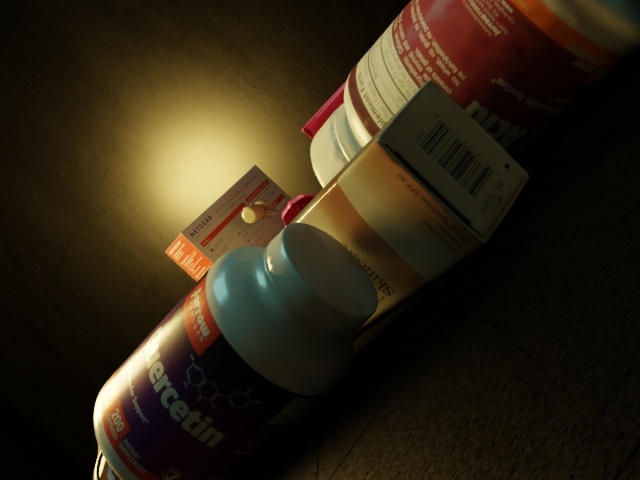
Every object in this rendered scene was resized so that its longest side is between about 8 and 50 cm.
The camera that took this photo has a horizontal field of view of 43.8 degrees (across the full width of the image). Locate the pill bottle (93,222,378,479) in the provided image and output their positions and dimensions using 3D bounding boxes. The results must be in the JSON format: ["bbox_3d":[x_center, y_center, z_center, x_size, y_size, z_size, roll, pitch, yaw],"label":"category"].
[{"bbox_3d":[-0.091,0.132,0.858,0.323,0.181,0.181,-46,3,25],"label":"pill bottle"}]

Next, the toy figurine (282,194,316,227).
[{"bbox_3d":[0.002,-0.027,1.524,0.130,0.159,0.173,89,-165,-45],"label":"toy figurine"}]

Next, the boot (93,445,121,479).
[{"bbox_3d":[-0.223,0.247,1.079,0.207,0.090,0.248,-52,40,14],"label":"boot"}]

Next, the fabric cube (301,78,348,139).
[{"bbox_3d":[0.144,-0.230,1.580,0.258,0.254,0.259,-47,3,6],"label":"fabric cube"}]

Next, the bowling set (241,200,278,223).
[{"bbox_3d":[-0.039,0.020,1.745,0.154,0.287,0.199,-40,-39,-73],"label":"bowling set"}]

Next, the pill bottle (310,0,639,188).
[{"bbox_3d":[0.171,-0.190,0.971,0.392,0.224,0.224,-45,4,38],"label":"pill bottle"}]

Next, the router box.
[{"bbox_3d":[-0.137,0.021,1.827,0.082,0.301,0.335,-44,4,41],"label":"router box"}]

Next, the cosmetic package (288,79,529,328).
[{"bbox_3d":[0.067,-0.018,0.892,0.129,0.153,0.296,-49,2,-38],"label":"cosmetic package"}]
